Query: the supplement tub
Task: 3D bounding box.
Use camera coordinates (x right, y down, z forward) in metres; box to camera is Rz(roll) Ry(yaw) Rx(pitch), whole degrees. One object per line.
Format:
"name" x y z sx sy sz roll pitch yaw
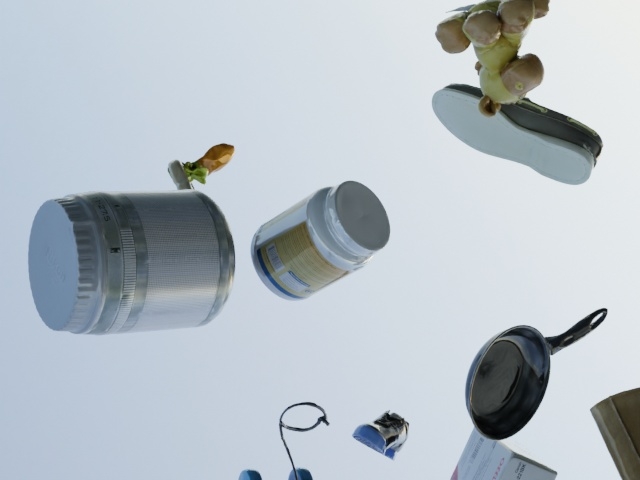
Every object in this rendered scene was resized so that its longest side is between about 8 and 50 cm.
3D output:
"supplement tub" 0.000 0.000 1.995 0.144 0.199 0.144 25 -130 -35

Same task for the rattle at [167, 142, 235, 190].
"rattle" -0.213 -0.098 2.367 0.142 0.130 0.200 -10 -162 -10

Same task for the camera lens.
"camera lens" -0.285 0.032 1.914 0.274 0.219 0.219 -3 -139 -34

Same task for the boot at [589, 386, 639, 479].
"boot" 0.585 0.441 2.432 0.089 0.236 0.269 73 -178 -53

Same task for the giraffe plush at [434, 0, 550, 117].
"giraffe plush" 0.280 -0.288 1.938 0.170 0.181 0.210 68 169 -14

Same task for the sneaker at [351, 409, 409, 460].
"sneaker" 0.129 0.391 2.560 0.081 0.090 0.232 26 172 19

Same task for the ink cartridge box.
"ink cartridge box" 0.370 0.521 2.611 0.114 0.197 0.273 24 180 -9

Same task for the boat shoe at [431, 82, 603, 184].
"boat shoe" 0.341 -0.199 2.154 0.305 0.109 0.091 27 -127 13

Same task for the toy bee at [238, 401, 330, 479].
"toy bee" -0.061 0.374 1.666 0.195 0.298 0.162 -11 -129 -4

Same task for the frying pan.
"frying pan" 0.341 0.181 2.051 0.053 0.326 0.197 19 155 47
